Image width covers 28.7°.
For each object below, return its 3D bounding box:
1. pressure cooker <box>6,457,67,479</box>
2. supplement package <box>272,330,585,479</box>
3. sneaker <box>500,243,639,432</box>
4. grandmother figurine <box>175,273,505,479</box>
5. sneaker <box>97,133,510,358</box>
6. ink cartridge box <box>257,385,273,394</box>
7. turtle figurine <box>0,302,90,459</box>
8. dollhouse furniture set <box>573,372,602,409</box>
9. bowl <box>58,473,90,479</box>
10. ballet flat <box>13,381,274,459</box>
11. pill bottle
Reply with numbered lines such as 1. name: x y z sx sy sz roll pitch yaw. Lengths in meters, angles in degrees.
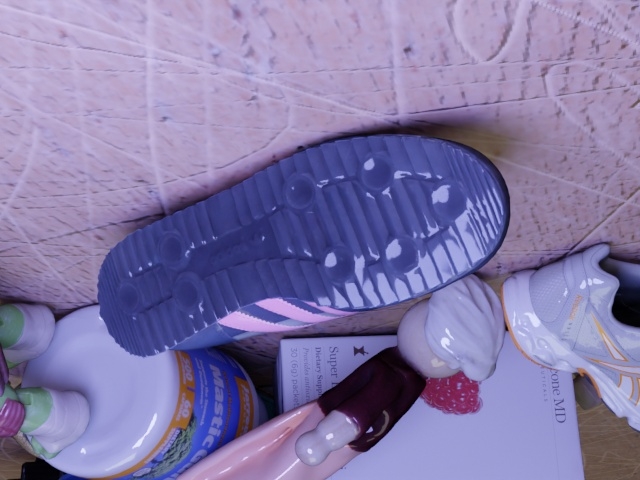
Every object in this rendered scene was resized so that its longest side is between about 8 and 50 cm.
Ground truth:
1. pressure cooker: -0.259 0.453 1.704 0.421 0.369 0.375 1 171 -11
2. supplement package: 0.102 0.196 1.293 0.293 0.177 0.175 -2 163 -6
3. sneaker: 0.283 0.087 1.076 0.262 0.099 0.121 27 139 -31
4. grandmother figurine: 0.018 0.153 1.080 0.342 0.104 0.208 -40 -178 8
5. sneaker: 0.000 0.000 0.839 0.319 0.112 0.131 -14 176 35
6. ink cartridge box: -0.046 0.246 1.530 0.062 0.104 0.181 -7 161 9
7. turtle figurine: -0.329 0.119 0.962 0.198 0.274 0.266 26 -176 32
8. dollhouse furniture set: 0.474 0.176 1.252 0.174 0.303 0.355 -37 178 -26
9. bowl: -0.087 0.332 1.261 0.391 0.077 0.391 18 180 0
10. ballet flat: -0.179 0.202 1.372 0.349 0.123 0.123 11 157 -30
11. pill bottle: -0.148 0.161 1.179 0.152 0.152 0.272 -10 161 18
